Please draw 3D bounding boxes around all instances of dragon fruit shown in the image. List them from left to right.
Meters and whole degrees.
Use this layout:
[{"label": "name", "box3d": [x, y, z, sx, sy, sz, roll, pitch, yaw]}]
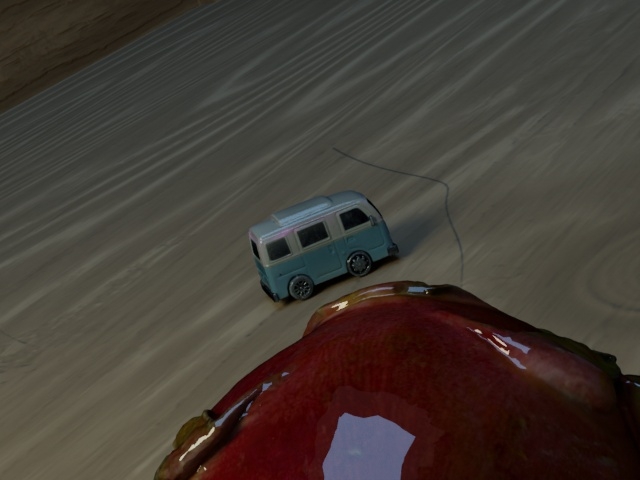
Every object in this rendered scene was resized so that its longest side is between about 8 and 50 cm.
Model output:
[{"label": "dragon fruit", "box3d": [0.037, 0.140, 0.746, 0.250, 0.250, 0.315, -8, 34, 34]}]

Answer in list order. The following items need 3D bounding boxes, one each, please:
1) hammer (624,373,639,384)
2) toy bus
[{"label": "hammer", "box3d": [0.268, 0.107, 0.834, 0.242, 0.095, 0.409, -28, 17, -27]}, {"label": "toy bus", "box3d": [0.000, 0.000, 1.486, 0.123, 0.075, 0.060, -22, 17, -9]}]
